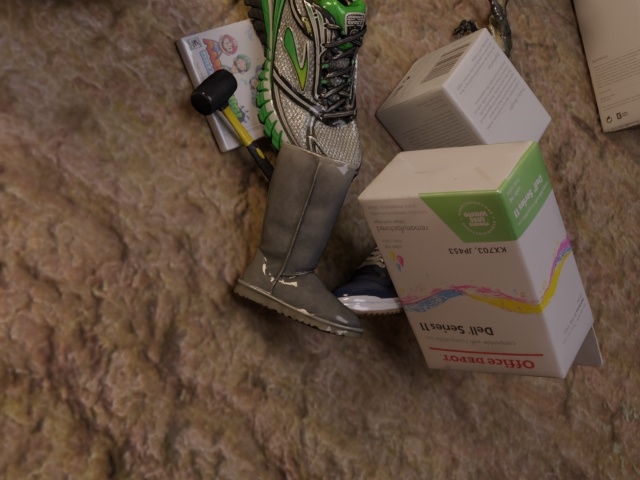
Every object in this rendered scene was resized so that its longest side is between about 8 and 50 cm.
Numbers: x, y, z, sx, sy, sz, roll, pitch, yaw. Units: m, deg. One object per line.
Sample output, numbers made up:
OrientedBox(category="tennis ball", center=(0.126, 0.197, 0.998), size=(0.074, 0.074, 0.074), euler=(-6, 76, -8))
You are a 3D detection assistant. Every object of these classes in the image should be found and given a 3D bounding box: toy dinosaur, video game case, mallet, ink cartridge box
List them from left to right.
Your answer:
OrientedBox(category="video game case", center=(-0.105, -0.210, 1.339), size=(0.143, 0.019, 0.157), euler=(-26, 96, -40))
OrientedBox(category="mallet", center=(-0.092, -0.138, 1.303), size=(0.189, 0.039, 0.062), euler=(49, 52, -26))
OrientedBox(category="ink cartridge box", center=(0.214, 0.058, 1.285), size=(0.119, 0.207, 0.353), euler=(-49, 125, -40))
OrientedBox(category="toy dinosaur", center=(0.285, -0.354, 1.662), size=(0.118, 0.064, 0.268), euler=(32, 59, -37))

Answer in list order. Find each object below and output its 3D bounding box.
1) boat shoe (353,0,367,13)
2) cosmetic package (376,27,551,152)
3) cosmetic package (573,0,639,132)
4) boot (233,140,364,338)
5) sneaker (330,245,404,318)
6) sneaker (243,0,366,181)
OrientedBox(category="boat shoe", center=(0.028, -0.354, 1.470), size=(0.100, 0.035, 0.035), euler=(41, 54, -32))
OrientedBox(category="cosmetic package", center=(0.216, -0.185, 1.505), size=(0.183, 0.151, 0.151), euler=(50, 55, -18))
OrientedBox(category="cosmetic package", center=(0.593, -0.397, 1.855), size=(0.197, 0.155, 0.365), euler=(-12, 88, -37))
OrientedBox(category="boot", center=(0.001, 0.000, 1.258), size=(0.190, 0.076, 0.208), euler=(24, 87, 4))
OrientedBox(category="sneaker", center=(0.100, 0.023, 1.397), size=(0.282, 0.099, 0.153), euler=(-7, 89, -46))
OrientedBox(category="sneaker", center=(-0.006, -0.239, 1.320), size=(0.134, 0.146, 0.343), euler=(-9, 85, -45))
